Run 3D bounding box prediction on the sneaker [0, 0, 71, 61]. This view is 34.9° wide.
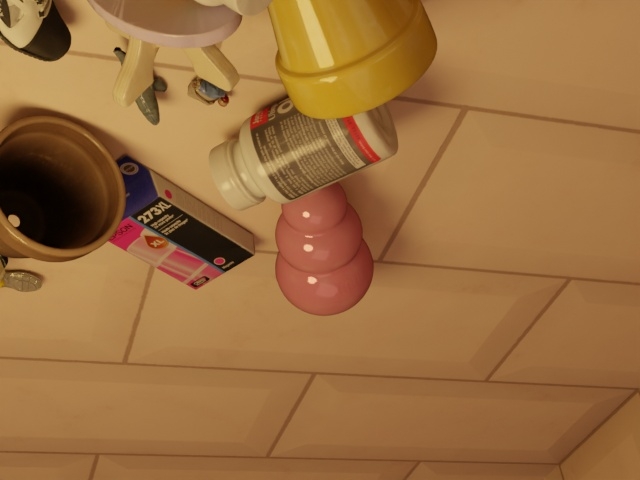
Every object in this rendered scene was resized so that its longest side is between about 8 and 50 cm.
[{"bbox_3d":[-0.447,-0.398,1.506,0.146,0.122,0.330,-19,143,16],"label":"sneaker"}]

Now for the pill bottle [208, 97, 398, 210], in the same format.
[{"bbox_3d":[-0.035,-0.172,1.842,0.319,0.176,0.176,-24,141,19],"label":"pill bottle"}]

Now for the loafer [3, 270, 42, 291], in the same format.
[{"bbox_3d":[-0.661,0.082,2.176,0.125,0.039,0.045,5,108,-22],"label":"loafer"}]

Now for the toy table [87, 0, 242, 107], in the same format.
[{"bbox_3d":[-0.236,-0.334,1.551,0.252,0.274,0.161,-40,154,-20],"label":"toy table"}]

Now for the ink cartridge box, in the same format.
[{"bbox_3d":[-0.319,-0.029,2.075,0.176,0.069,0.371,-30,136,26],"label":"ink cartridge box"}]

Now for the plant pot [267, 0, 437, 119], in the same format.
[{"bbox_3d":[0.024,-0.357,1.577,0.254,0.254,0.239,-20,126,14],"label":"plant pot"}]

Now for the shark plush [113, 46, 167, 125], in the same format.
[{"bbox_3d":[-0.307,-0.272,1.745,0.073,0.067,0.161,-7,143,-2],"label":"shark plush"}]

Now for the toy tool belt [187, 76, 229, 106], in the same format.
[{"bbox_3d":[-0.189,-0.265,1.793,0.083,0.052,0.051,17,145,-31],"label":"toy tool belt"}]

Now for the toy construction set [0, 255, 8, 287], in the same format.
[{"bbox_3d":[-0.746,0.031,2.006,0.215,0.151,0.327,0,145,12],"label":"toy construction set"}]

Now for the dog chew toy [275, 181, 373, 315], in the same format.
[{"bbox_3d":[0.000,0.000,2.070,0.207,0.206,0.331,-8,135,0],"label":"dog chew toy"}]

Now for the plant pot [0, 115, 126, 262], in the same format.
[{"bbox_3d":[-0.524,-0.067,1.856,0.263,0.263,0.229,20,152,-33],"label":"plant pot"}]

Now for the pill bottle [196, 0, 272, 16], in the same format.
[{"bbox_3d":[-0.171,-0.413,1.421,0.136,0.246,0.136,-42,155,-26],"label":"pill bottle"}]
